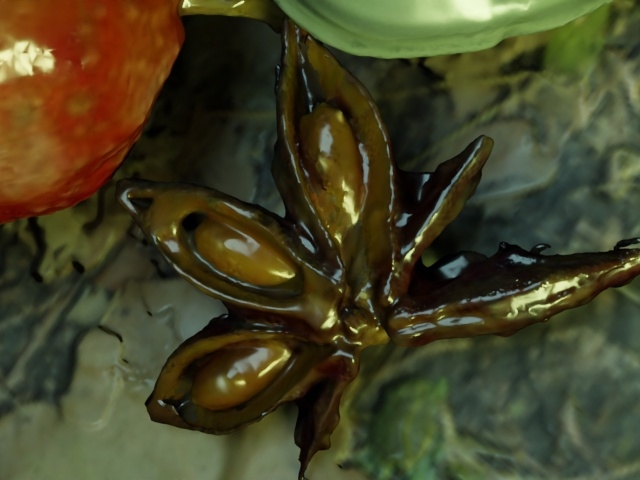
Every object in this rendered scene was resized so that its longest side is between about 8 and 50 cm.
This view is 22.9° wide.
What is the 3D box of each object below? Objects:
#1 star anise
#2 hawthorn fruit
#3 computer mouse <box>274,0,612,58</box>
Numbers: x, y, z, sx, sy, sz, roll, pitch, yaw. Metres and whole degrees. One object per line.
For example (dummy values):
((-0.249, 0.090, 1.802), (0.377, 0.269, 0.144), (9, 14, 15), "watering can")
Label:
((-0.002, 0.000, 0.590), (0.212, 0.053, 0.157), (-34, 87, 24), "star anise")
((-0.135, -0.101, 0.619), (0.253, 0.205, 0.205), (-3, 73, 2), "hawthorn fruit")
((0.027, -0.221, 0.629), (0.197, 0.095, 0.330), (-15, 71, -2), "computer mouse")
